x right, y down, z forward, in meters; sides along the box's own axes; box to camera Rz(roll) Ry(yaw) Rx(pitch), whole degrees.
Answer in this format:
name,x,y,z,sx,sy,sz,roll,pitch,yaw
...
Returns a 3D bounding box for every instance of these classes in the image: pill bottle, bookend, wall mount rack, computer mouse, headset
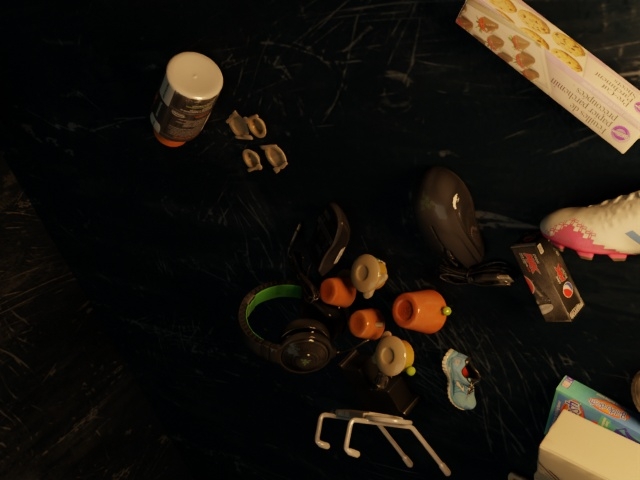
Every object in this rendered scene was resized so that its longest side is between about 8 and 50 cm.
name,x,y,z,sx,sy,sz,roll,pitch,yaw
pill bottle,-0.318,-0.312,1.805,0.130,0.130,0.245,47,146,3
bookend,0.148,0.356,1.983,0.156,0.072,0.157,-9,116,53
wall mount rack,0.164,0.523,2.053,0.304,0.130,0.350,14,167,-19
computer mouse,0.252,-0.012,1.504,0.189,0.072,0.272,1,124,49
headset,-0.012,0.239,1.908,0.394,0.243,0.185,18,131,16
computer mouse,0.000,0.000,1.809,0.184,0.060,0.262,59,139,43

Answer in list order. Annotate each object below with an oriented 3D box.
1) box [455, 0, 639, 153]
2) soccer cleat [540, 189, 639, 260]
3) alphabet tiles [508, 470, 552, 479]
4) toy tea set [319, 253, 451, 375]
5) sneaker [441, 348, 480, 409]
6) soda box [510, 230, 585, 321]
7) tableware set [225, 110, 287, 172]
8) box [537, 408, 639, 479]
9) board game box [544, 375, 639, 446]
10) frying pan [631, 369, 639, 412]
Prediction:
name,x,y,z,sx,sy,sz,roll,pitch,yaw
box,0.348,-0.261,1.157,0.324,0.067,0.063,43,146,11
soccer cleat,0.497,-0.037,1.188,0.331,0.116,0.143,13,116,39
alphabet tiles,0.571,0.654,1.842,0.278,0.021,0.284,20,137,36
toy tea set,0.146,0.146,1.752,0.336,0.124,0.200,44,116,40
sneaker,0.325,0.321,1.759,0.073,0.063,0.162,6,128,42
soda box,0.411,0.066,1.417,0.060,0.053,0.168,-8,116,52
tableware set,-0.149,-0.225,1.799,0.141,0.020,0.168,-2,122,50
box,0.559,0.440,1.479,0.275,0.113,0.094,24,140,33
board game box,0.561,0.381,1.560,0.210,0.047,0.160,27,141,30
frying pan,0.687,0.282,1.317,0.326,0.053,0.197,-2,121,47
